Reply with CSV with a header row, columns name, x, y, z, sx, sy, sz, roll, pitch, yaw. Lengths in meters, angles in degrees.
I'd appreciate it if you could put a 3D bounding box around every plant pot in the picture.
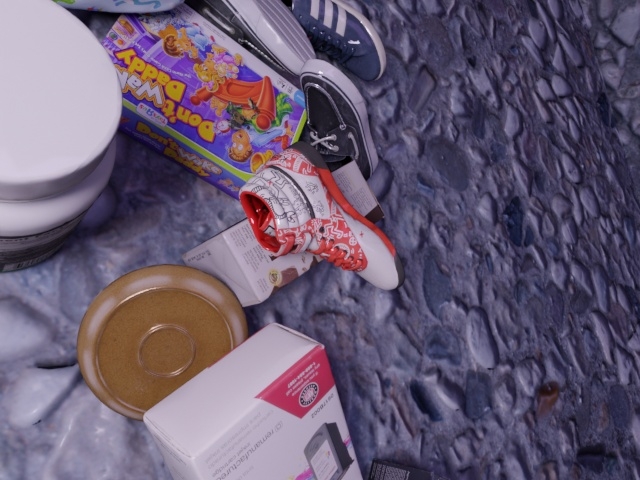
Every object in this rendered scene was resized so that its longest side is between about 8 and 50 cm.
name,x,y,z,sx,sy,sz,roll,pitch,yaw
plant pot,-0.215,0.152,0.690,0.236,0.032,0.236,-3,101,-16

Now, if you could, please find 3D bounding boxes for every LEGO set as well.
name,x,y,z,sx,sy,sz,roll,pitch,yaw
LEGO set,-0.135,-0.207,0.824,0.083,0.023,0.054,-29,98,-50

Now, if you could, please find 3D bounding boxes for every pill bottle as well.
name,x,y,z,sx,sy,sz,roll,pitch,yaw
pill bottle,-0.342,-0.089,0.525,0.204,0.361,0.204,10,71,-33

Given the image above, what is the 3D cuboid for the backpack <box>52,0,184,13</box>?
name,x,y,z,sx,sy,sz,roll,pitch,yaw
backpack,-0.332,-0.453,0.673,0.355,0.273,0.290,10,61,-30

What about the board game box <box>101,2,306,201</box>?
name,x,y,z,sx,sy,sz,roll,pitch,yaw
board game box,-0.199,-0.240,0.846,0.347,0.078,0.233,31,62,-26

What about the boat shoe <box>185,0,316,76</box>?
name,x,y,z,sx,sy,sz,roll,pitch,yaw
boat shoe,-0.152,-0.414,0.900,0.335,0.119,0.121,45,35,-7

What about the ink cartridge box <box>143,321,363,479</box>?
name,x,y,z,sx,sy,sz,roll,pitch,yaw
ink cartridge box,-0.072,0.309,0.694,0.226,0.131,0.306,-35,119,-36

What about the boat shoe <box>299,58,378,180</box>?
name,x,y,z,sx,sy,sz,roll,pitch,yaw
boat shoe,0.026,-0.195,0.925,0.102,0.108,0.301,-60,149,-20

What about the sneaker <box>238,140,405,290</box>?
name,x,y,z,sx,sy,sz,roll,pitch,yaw
sneaker,-0.001,0.000,0.708,0.270,0.090,0.145,52,55,-8

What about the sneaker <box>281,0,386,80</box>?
name,x,y,z,sx,sy,sz,roll,pitch,yaw
sneaker,-0.019,-0.437,1.009,0.350,0.131,0.148,41,64,-13

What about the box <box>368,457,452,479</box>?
name,x,y,z,sx,sy,sz,roll,pitch,yaw
box,0.187,0.469,0.882,0.156,0.158,0.093,32,61,-24

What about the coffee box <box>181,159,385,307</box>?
name,x,y,z,sx,sy,sz,roll,pitch,yaw
coffee box,-0.056,-0.009,0.830,0.297,0.168,0.119,-34,98,-36
